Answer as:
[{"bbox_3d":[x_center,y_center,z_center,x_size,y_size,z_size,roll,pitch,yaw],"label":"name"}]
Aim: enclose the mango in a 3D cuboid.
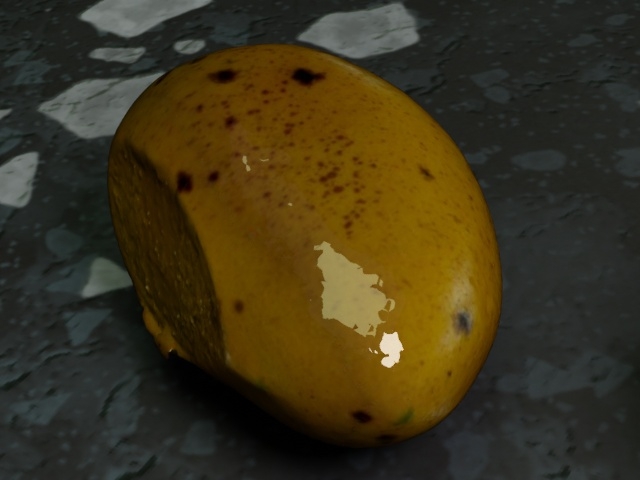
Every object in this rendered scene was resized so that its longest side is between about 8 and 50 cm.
[{"bbox_3d":[0.000,0.000,0.723,0.191,0.160,0.290,-12,41,-21],"label":"mango"}]
